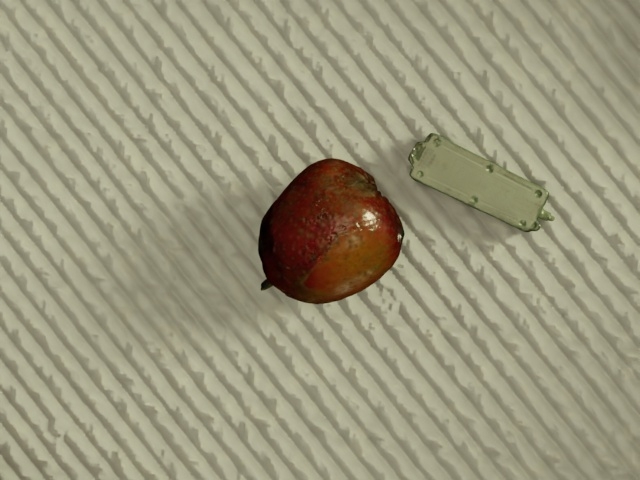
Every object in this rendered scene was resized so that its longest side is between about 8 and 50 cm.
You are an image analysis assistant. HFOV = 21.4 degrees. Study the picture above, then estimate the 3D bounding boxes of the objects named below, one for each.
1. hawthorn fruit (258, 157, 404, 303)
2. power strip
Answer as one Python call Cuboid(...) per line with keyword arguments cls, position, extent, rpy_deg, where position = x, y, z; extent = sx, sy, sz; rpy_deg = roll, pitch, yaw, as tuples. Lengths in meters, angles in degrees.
Cuboid(cls="hawthorn fruit", position=(0.004, -0.004, 0.880), extent=(0.077, 0.077, 0.077), rpy_deg=(0, 91, 6))
Cuboid(cls="power strip", position=(0.086, -0.029, 0.896), extent=(0.083, 0.017, 0.027), rpy_deg=(27, 95, 5))
